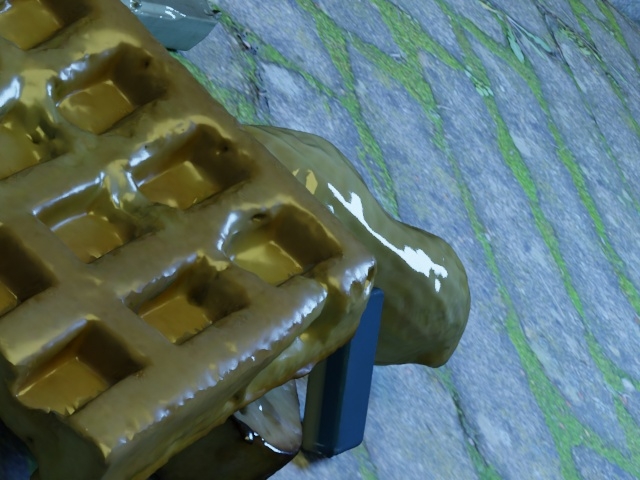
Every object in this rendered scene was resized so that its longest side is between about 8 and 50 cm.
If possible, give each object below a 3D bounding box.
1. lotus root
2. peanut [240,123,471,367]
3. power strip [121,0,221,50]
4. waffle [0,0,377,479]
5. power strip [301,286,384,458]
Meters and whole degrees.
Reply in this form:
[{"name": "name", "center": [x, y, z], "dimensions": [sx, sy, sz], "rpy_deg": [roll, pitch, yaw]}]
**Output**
[{"name": "lotus root", "center": [-0.101, 0.052, 1.213], "dimensions": [0.170, 0.074, 0.260], "rpy_deg": [12, 40, -58]}, {"name": "peanut", "center": [0.000, 0.000, 1.411], "dimensions": [0.319, 0.147, 0.147], "rpy_deg": [28, 30, -38]}, {"name": "power strip", "center": [-0.181, -0.205, 1.520], "dimensions": [0.080, 0.048, 0.286], "rpy_deg": [53, 22, 15]}, {"name": "waffle", "center": [-0.153, -0.030, 1.103], "dimensions": [0.348, 0.077, 0.304], "rpy_deg": [46, 39, 9]}, {"name": "power strip", "center": [0.014, 0.094, 1.328], "dimensions": [0.032, 0.123, 0.056], "rpy_deg": [11, 10, 24]}]
